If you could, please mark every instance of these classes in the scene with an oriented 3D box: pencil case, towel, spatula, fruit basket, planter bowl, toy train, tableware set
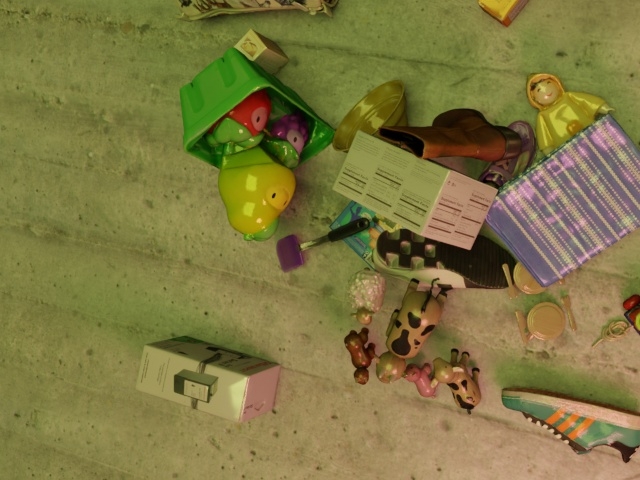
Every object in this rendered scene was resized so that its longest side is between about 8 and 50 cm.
[{"bbox_3d":[-0.158,-0.625,1.936,0.411,0.160,0.183,1,77,20],"label":"pencil case"},{"bbox_3d":[0.534,-0.077,1.676,0.336,0.040,0.243,-38,95,20],"label":"towel"},{"bbox_3d":[0.000,0.000,1.920,0.297,0.030,0.084,-22,83,33],"label":"spatula"},{"bbox_3d":[-0.133,-0.200,1.824,0.283,0.392,0.392,-35,80,17],"label":"fruit basket"},{"bbox_3d":[0.136,-0.261,1.848,0.217,0.217,0.090,-40,115,16],"label":"planter bowl"},{"bbox_3d":[0.672,0.168,1.655,0.248,0.143,0.105,-38,78,16],"label":"toy train"},{"bbox_3d":[0.483,0.127,1.776,0.128,0.039,0.194,-15,91,-2],"label":"tableware set"}]

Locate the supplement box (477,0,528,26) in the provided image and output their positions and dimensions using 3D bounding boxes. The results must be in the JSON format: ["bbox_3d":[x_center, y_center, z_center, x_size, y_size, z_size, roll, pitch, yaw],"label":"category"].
[{"bbox_3d":[0.453,-0.592,1.758,0.078,0.080,0.233,43,103,15],"label":"supplement box"}]

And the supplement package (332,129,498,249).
[{"bbox_3d":[0.201,-0.109,1.700,0.262,0.204,0.145,31,102,39],"label":"supplement package"}]

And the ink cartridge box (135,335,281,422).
[{"bbox_3d":[-0.271,0.337,1.969,0.289,0.211,0.121,13,94,18],"label":"ink cartridge box"}]

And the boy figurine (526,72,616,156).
[{"bbox_3d":[0.546,-0.253,1.724,0.177,0.092,0.285,-32,83,20],"label":"boy figurine"}]

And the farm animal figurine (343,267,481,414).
[{"bbox_3d":[0.203,0.240,1.751,0.331,0.172,0.326,11,119,12],"label":"farm animal figurine"}]

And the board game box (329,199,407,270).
[{"bbox_3d":[0.147,-0.056,1.894,0.160,0.047,0.210,45,106,14],"label":"board game box"}]

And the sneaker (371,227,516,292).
[{"bbox_3d":[0.278,0.053,1.825,0.331,0.146,0.122,12,67,-2],"label":"sneaker"}]

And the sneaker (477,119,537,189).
[{"bbox_3d":[0.405,-0.156,1.769,0.095,0.104,0.236,28,99,19],"label":"sneaker"}]

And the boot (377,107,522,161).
[{"bbox_3d":[0.242,-0.219,1.703,0.264,0.281,0.096,43,131,49],"label":"boot"}]

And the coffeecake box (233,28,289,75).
[{"bbox_3d":[-0.186,-0.416,1.959,0.185,0.142,0.068,-42,77,16],"label":"coffeecake box"}]

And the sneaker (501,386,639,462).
[{"bbox_3d":[0.537,0.399,1.728,0.302,0.108,0.120,11,91,18],"label":"sneaker"}]
